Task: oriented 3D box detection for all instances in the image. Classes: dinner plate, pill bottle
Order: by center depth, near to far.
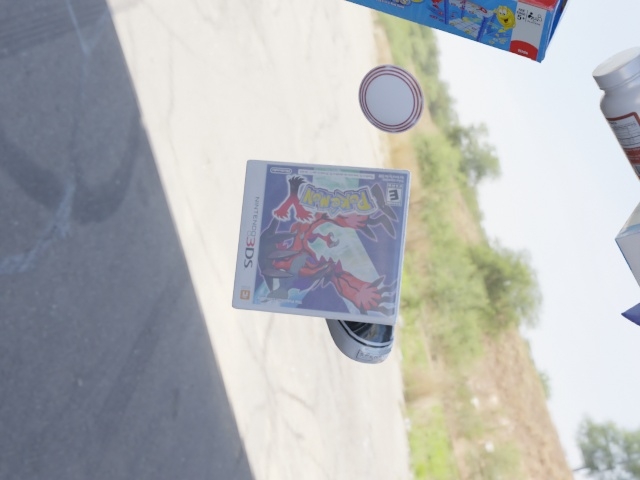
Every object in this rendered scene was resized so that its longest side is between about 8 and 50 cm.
[{"bbox_3d":[0.542,-0.208,1.644,0.216,0.121,0.121,57,12,-16],"label":"pill bottle"},{"bbox_3d":[0.138,-0.279,1.953,0.017,0.141,0.141,154,-77,-69],"label":"dinner plate"}]

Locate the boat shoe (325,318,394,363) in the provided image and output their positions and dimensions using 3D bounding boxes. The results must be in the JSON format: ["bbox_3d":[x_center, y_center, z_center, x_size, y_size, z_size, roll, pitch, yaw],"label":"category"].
[{"bbox_3d":[0.041,0.046,1.497,0.335,0.121,0.119,54,-51,50],"label":"boat shoe"}]

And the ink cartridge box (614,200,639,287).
[{"bbox_3d":[0.469,-0.010,1.304,0.143,0.090,0.092,-44,107,-42],"label":"ink cartridge box"}]

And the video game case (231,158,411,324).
[{"bbox_3d":[0.000,0.000,1.177,0.023,0.201,0.183,23,72,-78],"label":"video game case"}]

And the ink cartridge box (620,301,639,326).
[{"bbox_3d":[0.698,0.073,1.555,0.324,0.330,0.071,37,-28,61],"label":"ink cartridge box"}]

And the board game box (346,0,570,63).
[{"bbox_3d":[0.172,-0.387,1.155,0.086,0.302,0.308,84,30,-60],"label":"board game box"}]
